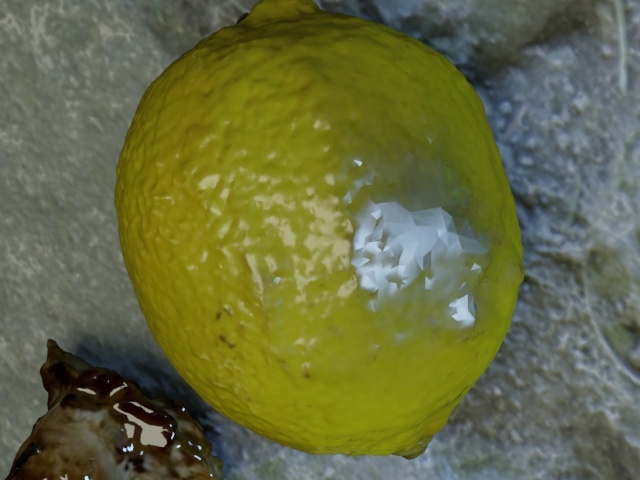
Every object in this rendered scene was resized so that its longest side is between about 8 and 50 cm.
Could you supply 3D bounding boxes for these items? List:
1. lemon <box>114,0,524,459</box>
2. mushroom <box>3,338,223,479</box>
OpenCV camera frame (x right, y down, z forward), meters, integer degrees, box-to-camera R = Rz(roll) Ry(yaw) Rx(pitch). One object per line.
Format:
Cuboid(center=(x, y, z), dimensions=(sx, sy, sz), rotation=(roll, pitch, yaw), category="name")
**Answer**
Cuboid(center=(0.000, 0.000, 1.084), dimensions=(0.268, 0.268, 0.322), rotation=(-18, 91, 30), category="lemon")
Cuboid(center=(-0.208, 0.320, 1.264), dimensions=(0.331, 0.334, 0.356), rotation=(37, 127, 13), category="mushroom")
